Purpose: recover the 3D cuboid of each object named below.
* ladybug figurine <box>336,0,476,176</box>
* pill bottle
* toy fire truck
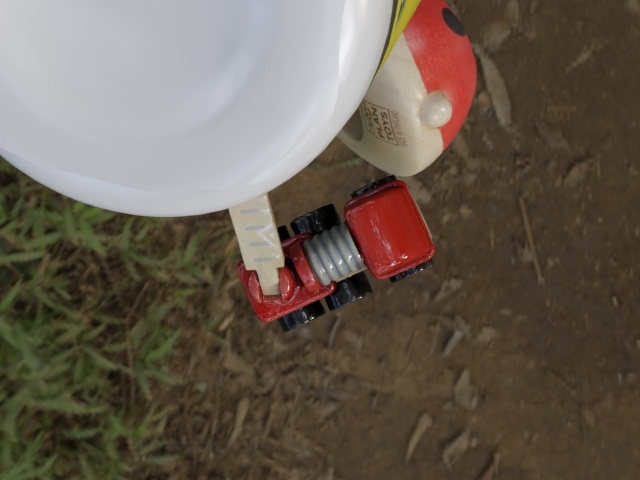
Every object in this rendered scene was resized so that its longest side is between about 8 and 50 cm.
[{"bbox_3d":[0.064,-0.253,1.633,0.162,0.449,0.305,-28,130,-11],"label":"ladybug figurine"},{"bbox_3d":[-0.035,-0.156,0.594,0.188,0.334,0.188,5,115,11],"label":"pill bottle"},{"bbox_3d":[0.000,0.000,1.387,0.217,0.246,0.158,-24,88,8],"label":"toy fire truck"}]
